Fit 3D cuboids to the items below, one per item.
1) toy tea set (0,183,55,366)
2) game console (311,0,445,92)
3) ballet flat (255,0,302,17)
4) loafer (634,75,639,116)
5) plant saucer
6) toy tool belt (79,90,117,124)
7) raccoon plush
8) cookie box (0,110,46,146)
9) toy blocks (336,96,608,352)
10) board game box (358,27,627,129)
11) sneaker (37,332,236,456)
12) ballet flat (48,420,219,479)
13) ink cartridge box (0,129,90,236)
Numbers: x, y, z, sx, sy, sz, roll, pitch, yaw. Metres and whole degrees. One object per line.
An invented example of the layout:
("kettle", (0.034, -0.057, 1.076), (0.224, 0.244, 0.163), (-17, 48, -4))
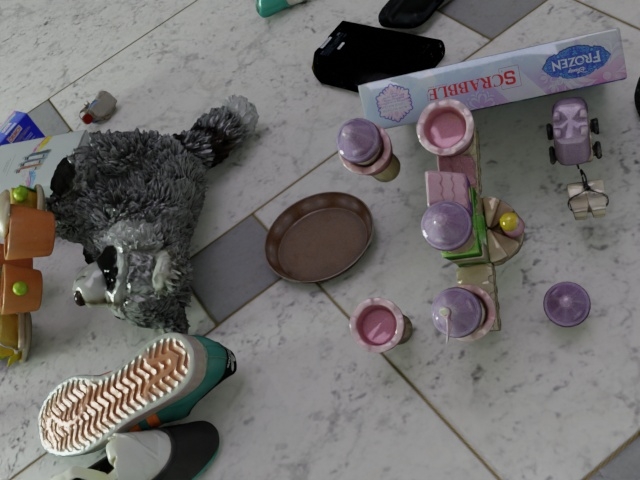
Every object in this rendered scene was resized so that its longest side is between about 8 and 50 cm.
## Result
("toy tea set", (-0.468, 0.028, 1.197), (0.124, 0.336, 0.200), (4, 49, -25))
("game console", (0.156, -0.391, 1.480), (0.213, 0.044, 0.361), (22, 64, 34))
("ballet flat", (-0.032, -0.530, 1.655), (0.087, 0.083, 0.247), (24, 66, 21))
("loafer", (0.511, -0.166, 1.123), (0.078, 0.080, 0.220), (-4, 40, -24))
("plant saucer", (0.000, 0.000, 1.222), (0.168, 0.029, 0.168), (-12, 48, 13))
("toy tool belt", (-0.435, -0.250, 1.617), (0.083, 0.052, 0.051), (-52, 20, -26))
("raccoon plush", (-0.197, -0.058, 1.250), (0.299, 0.216, 0.446), (35, 70, 32))
("cookie box", (-0.556, -0.172, 1.553), (0.040, 0.107, 0.092), (13, 58, 32))
("toy blocks", (0.170, -0.026, 0.946), (0.309, 0.260, 0.288), (-7, 80, 17))
("board game box", (0.239, -0.221, 1.156), (0.318, 0.065, 0.319), (-10, 8, 16))
("sneaker", (-0.241, 0.213, 1.106), (0.302, 0.121, 0.108), (-27, 66, 25))
("ballet flat", (-0.258, 0.300, 1.030), (0.280, 0.096, 0.095), (-33, 45, -6))
("ink cartridge box", (-0.460, -0.092, 1.430), (0.176, 0.128, 0.127), (-7, 49, 17))
